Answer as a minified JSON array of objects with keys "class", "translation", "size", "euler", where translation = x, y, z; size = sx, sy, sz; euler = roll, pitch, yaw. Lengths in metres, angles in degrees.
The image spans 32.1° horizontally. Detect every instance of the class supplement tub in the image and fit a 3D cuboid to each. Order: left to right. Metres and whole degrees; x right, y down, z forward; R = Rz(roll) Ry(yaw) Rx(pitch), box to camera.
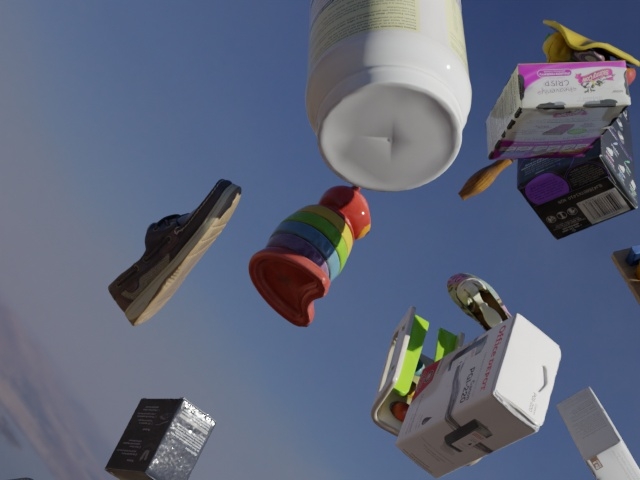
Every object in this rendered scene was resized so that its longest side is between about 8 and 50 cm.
[{"class":"supplement tub","translation":[0.097,-0.252,1.620],"size":[0.325,0.235,0.235],"euler":[-88,163,-44]}]

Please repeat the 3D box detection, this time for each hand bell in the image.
[{"class":"hand bell","translation":[0.376,-0.166,2.244],"size":[0.126,0.242,0.126],"euler":[50,7,-9]}]

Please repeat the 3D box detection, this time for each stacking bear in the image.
[{"class":"stacking bear","translation":[0.000,0.000,2.191],"size":[0.164,0.289,0.175],"euler":[35,-39,7]}]

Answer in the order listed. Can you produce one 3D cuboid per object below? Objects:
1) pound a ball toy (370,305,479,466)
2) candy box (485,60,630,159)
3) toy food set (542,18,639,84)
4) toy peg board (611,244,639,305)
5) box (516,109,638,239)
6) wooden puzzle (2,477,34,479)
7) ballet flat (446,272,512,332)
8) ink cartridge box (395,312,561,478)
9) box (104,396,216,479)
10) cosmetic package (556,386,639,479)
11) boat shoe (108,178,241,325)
[{"class":"pound a ball toy","translation":[0.211,0.291,2.097],"size":[0.208,0.136,0.319],"euler":[28,30,-3]},{"class":"candy box","translation":[0.346,-0.190,1.655],"size":[0.233,0.159,0.071],"euler":[106,-19,-76]},{"class":"toy food set","translation":[0.423,-0.275,1.733],"size":[0.217,0.071,0.128],"euler":[15,15,-36]},{"class":"toy peg board","translation":[0.640,0.050,2.005],"size":[0.079,0.161,0.161],"euler":[97,-23,-51]},{"class":"box","translation":[0.455,-0.162,1.978],"size":[0.165,0.270,0.143],"euler":[-23,-53,30]},{"class":"wooden puzzle","translation":[-0.602,0.578,1.921],"size":[0.080,0.322,0.348],"euler":[-57,-134,41]},{"class":"ballet flat","translation":[0.322,0.131,2.188],"size":[0.221,0.077,0.079],"euler":[51,3,34]},{"class":"ink cartridge box","translation":[0.221,0.221,1.563],"size":[0.092,0.159,0.218],"euler":[40,-45,-14]},{"class":"box","translation":[-0.300,0.384,2.082],"size":[0.093,0.158,0.156],"euler":[41,-29,-27]},{"class":"cosmetic package","translation":[0.541,0.392,2.151],"size":[0.117,0.085,0.231],"euler":[56,7,-18]},{"class":"boat shoe","translation":[-0.232,0.007,1.721],"size":[0.092,0.285,0.103],"euler":[41,20,5]}]
